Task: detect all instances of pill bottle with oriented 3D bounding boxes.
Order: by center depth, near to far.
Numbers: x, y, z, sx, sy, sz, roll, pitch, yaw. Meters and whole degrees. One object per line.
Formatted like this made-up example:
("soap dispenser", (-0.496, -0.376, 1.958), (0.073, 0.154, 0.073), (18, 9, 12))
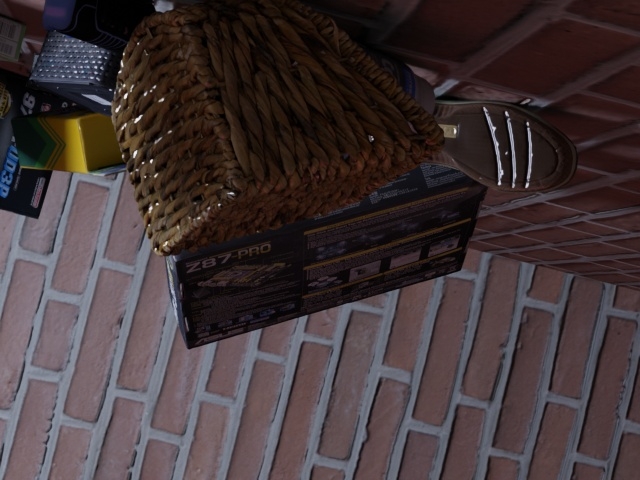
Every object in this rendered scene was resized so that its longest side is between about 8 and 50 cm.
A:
("pill bottle", (0.050, -0.154, 1.637), (0.078, 0.078, 0.137), (11, 176, 44))

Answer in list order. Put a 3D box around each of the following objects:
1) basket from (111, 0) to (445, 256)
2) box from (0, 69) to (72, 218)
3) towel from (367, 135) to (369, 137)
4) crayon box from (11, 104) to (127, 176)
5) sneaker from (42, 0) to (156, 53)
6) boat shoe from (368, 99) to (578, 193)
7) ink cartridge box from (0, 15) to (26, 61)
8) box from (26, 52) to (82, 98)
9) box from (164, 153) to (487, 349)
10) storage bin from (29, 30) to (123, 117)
("basket", (-0.055, -0.129, 1.551), (0.223, 0.213, 0.299), (-15, 173, -22))
("box", (-0.517, -0.161, 2.645), (0.175, 0.220, 0.051), (17, 180, -39))
("towel", (0.045, -0.136, 2.346), (0.248, 0.038, 0.325), (18, 175, -40))
("crayon box", (-0.294, -0.158, 2.329), (0.203, 0.083, 0.323), (-15, -168, -29))
("sneaker", (-0.209, -0.227, 1.550), (0.090, 0.081, 0.232), (10, -177, 0))
("boat shoe", (0.183, -0.115, 1.798), (0.257, 0.095, 0.095), (19, -166, 34))
("ink cartridge box", (-0.511, -0.281, 2.063), (0.171, 0.056, 0.235), (17, 174, -42))
("box", (-0.371, -0.231, 2.314), (0.083, 0.052, 0.062), (14, 178, 8))
("box", (0.000, 0.000, 2.025), (0.395, 0.097, 0.318), (-16, 161, -7))
("storage bin", (-0.247, -0.202, 1.906), (0.122, 0.084, 0.180), (24, 170, -38))
